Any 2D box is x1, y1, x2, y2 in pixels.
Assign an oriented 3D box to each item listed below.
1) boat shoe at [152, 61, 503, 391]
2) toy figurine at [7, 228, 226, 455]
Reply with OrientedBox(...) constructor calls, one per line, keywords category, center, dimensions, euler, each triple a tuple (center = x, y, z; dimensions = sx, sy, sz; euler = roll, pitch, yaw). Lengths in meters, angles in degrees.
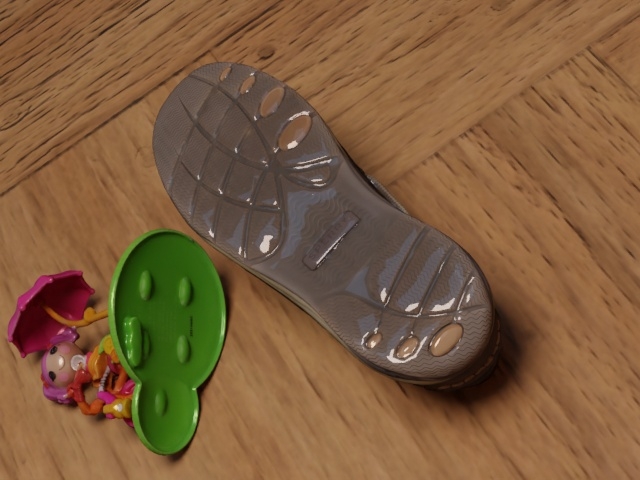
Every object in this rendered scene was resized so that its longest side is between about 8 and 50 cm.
OrientedBox(category="boat shoe", center=(0.000, 0.000, 1.215), dimensions=(0.132, 0.130, 0.355), euler=(-42, 57, -2))
OrientedBox(category="toy figurine", center=(-0.176, 0.083, 1.270), dimensions=(0.159, 0.130, 0.173), euler=(-6, 80, 37))
